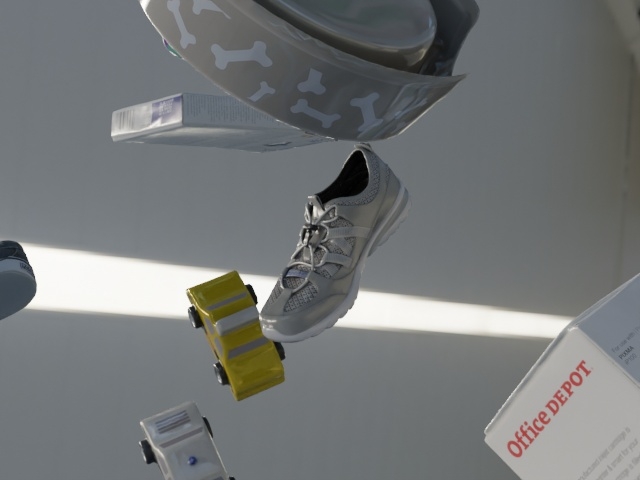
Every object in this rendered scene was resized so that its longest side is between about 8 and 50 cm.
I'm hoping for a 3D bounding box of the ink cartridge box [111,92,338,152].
[{"bbox_3d":[-0.125,-0.150,1.674,0.224,0.223,0.045,3,-93,-32],"label":"ink cartridge box"}]

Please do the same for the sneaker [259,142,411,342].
[{"bbox_3d":[0.000,0.000,1.534,0.281,0.105,0.115,-57,-47,-33],"label":"sneaker"}]

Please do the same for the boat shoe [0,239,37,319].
[{"bbox_3d":[-0.545,0.082,1.772,0.105,0.306,0.113,58,173,45],"label":"boat shoe"}]

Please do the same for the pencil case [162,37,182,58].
[{"bbox_3d":[-0.146,-0.262,1.620,0.064,0.152,0.070,-18,-78,-24],"label":"pencil case"}]

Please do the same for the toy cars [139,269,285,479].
[{"bbox_3d":[-0.147,0.215,1.798,0.087,0.176,0.393,106,180,-66],"label":"toy cars"}]

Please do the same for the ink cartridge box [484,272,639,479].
[{"bbox_3d":[0.305,0.195,1.106,0.117,0.283,0.207,-32,-21,-36],"label":"ink cartridge box"}]

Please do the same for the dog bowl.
[{"bbox_3d":[-0.016,-0.228,1.192,0.102,0.349,0.349,-54,0,32],"label":"dog bowl"}]
